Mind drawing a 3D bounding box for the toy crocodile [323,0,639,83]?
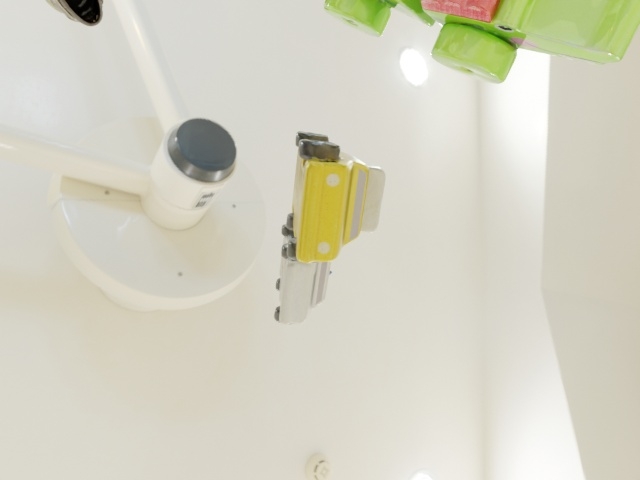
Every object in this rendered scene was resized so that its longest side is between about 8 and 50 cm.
[{"bbox_3d":[0.085,-0.222,0.366,0.340,0.115,0.105,38,-156,32],"label":"toy crocodile"}]

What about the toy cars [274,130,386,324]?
[{"bbox_3d":[0.000,0.000,0.515,0.087,0.393,0.176,6,-115,-7],"label":"toy cars"}]

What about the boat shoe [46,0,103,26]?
[{"bbox_3d":[-0.474,-0.545,0.781,0.130,0.355,0.132,42,-106,15],"label":"boat shoe"}]
